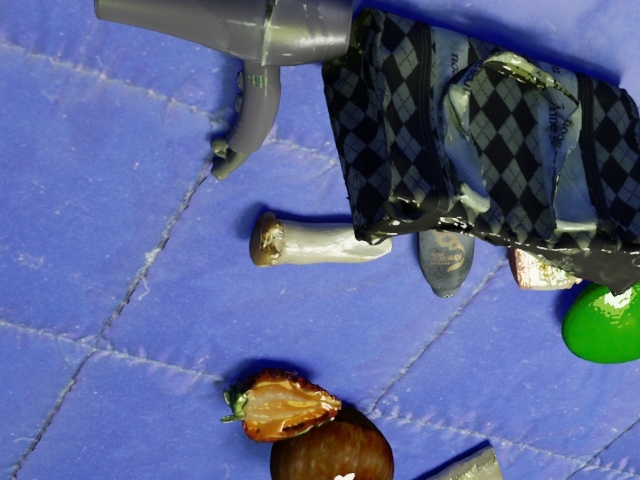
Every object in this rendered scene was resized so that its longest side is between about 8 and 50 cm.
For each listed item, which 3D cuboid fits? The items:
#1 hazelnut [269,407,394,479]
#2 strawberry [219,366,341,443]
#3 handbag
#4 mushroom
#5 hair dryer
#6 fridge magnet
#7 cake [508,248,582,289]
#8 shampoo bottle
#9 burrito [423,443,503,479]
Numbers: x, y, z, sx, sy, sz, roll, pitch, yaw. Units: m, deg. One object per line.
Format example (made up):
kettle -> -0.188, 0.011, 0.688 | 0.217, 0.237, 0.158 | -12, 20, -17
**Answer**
hazelnut -> 0.025, 0.399, 2.047 | 0.234, 0.218, 0.218 | 20, 130, -24
strawberry -> -0.071, 0.268, 1.979 | 0.192, 0.085, 0.140 | -33, 108, 17
handbag -> 0.217, -0.097, 1.473 | 0.416, 0.317, 0.180 | 14, 139, -22
mushroom -> 0.000, 0.000, 1.725 | 0.209, 0.071, 0.084 | 1, 104, -14
hair dryer -> -0.128, -0.198, 1.482 | 0.301, 0.121, 0.361 | 7, 141, -3
fridge magnet -> 0.495, 0.126, 1.914 | 0.208, 0.088, 0.208 | -5, 137, -5
cake -> 0.339, -0.017, 1.743 | 0.109, 0.090, 0.225 | -5, 136, 2
shampoo bottle -> 0.188, -0.003, 1.759 | 0.087, 0.049, 0.234 | -5, 137, 0
burrito -> 0.261, 0.464, 2.254 | 0.226, 0.060, 0.087 | -32, 127, 22
